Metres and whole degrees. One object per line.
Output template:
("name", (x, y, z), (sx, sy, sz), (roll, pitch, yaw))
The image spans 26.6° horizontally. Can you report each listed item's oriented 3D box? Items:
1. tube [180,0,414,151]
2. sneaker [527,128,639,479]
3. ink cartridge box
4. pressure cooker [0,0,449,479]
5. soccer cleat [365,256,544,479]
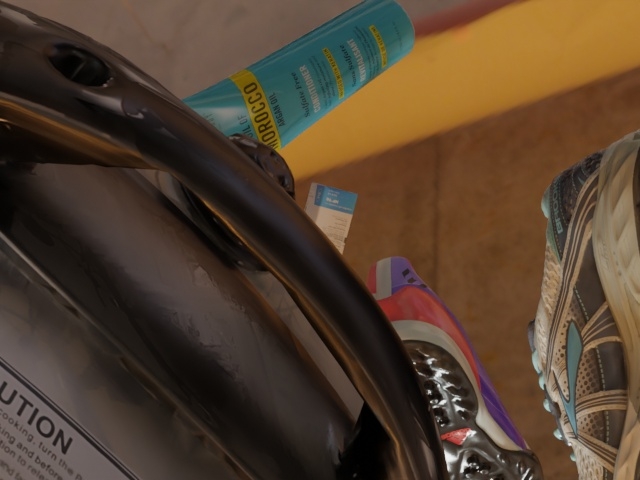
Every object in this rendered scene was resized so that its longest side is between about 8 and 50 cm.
("tube", (-0.018, -0.111, 0.980), (0.207, 0.080, 0.052), (-37, -154, -30))
("sneaker", (0.179, 0.082, 0.772), (0.122, 0.110, 0.283), (-13, -107, 59))
("ink cartridge box", (0.000, 0.000, 1.036), (0.048, 0.028, 0.083), (-157, -98, -76))
("pressure cooker", (-0.166, 0.098, 0.616), (0.420, 0.370, 0.375), (-31, -114, 25))
("soccer cleat", (0.116, 0.144, 1.176), (0.108, 0.318, 0.116), (-18, -136, 16))
